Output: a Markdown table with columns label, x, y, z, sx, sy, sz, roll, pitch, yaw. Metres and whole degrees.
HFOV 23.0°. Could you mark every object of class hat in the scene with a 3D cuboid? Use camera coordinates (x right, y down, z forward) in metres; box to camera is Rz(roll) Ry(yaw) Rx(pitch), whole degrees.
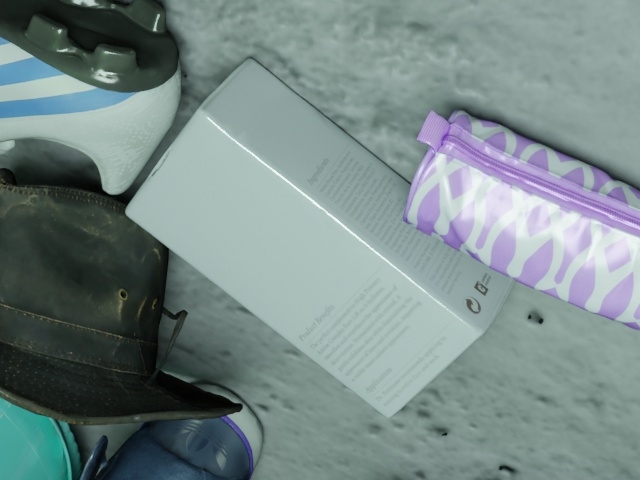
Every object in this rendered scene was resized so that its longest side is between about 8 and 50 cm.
| label | x | y | z | sx | sy | sz | roll | pitch | yaw |
| --- | --- | --- | --- | --- | --- | --- | --- | --- | --- |
| hat | -0.186 | 0.025 | 1.070 | 0.331 | 0.331 | 0.134 | 19 | 91 | 12 |

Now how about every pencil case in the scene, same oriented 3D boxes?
| label | x | y | z | sx | sy | sz | roll | pitch | yaw |
| --- | --- | --- | --- | --- | --- | --- | --- | --- | --- |
| pencil case | 0.152 | -0.009 | 0.954 | 0.206 | 0.086 | 0.088 | 22 | 164 | 8 |

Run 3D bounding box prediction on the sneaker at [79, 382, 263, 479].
| label | x | y | z | sx | sy | sz | roll | pitch | yaw |
| --- | --- | --- | --- | --- | --- | --- | --- | --- | --- |
| sneaker | -0.163 | 0.276 | 1.214 | 0.130 | 0.236 | 0.323 | 31 | 132 | 2 |

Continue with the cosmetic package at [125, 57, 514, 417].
| label | x | y | z | sx | sy | sz | roll | pitch | yaw |
| --- | --- | --- | --- | --- | --- | --- | --- | --- | --- |
| cosmetic package | 0.000 | 0.000 | 1.039 | 0.231 | 0.085 | 0.117 | 40 | 130 | -3 |

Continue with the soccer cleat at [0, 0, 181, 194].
| label | x | y | z | sx | sy | sz | roll | pitch | yaw |
| --- | --- | --- | --- | --- | --- | --- | --- | --- | --- |
| soccer cleat | -0.251 | -0.132 | 1.039 | 0.331 | 0.116 | 0.143 | 25 | 131 | 7 |

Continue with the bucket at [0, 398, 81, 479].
| label | x | y | z | sx | sy | sz | roll | pitch | yaw |
| --- | --- | --- | --- | --- | --- | --- | --- | --- | --- |
| bucket | -0.336 | 0.189 | 1.241 | 0.281 | 0.183 | 0.281 | 21 | 141 | 19 |
